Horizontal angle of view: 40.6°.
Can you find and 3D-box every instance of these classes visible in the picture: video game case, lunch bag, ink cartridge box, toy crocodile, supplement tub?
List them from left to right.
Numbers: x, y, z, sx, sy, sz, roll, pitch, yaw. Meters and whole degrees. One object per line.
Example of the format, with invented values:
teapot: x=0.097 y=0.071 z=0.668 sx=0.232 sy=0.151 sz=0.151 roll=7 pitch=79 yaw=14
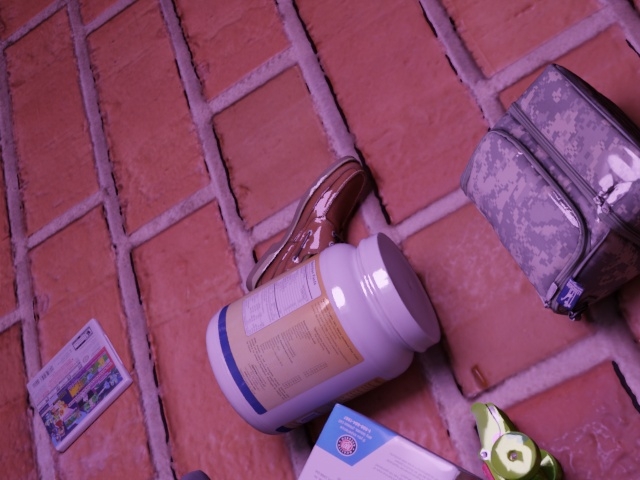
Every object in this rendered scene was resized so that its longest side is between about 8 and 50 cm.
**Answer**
video game case: x=-0.481 y=0.284 z=1.716 sx=0.201 sy=0.023 sz=0.183 roll=-45 pitch=53 yaw=4
supplement tub: x=0.006 y=0.145 z=1.363 sx=0.316 sy=0.228 sz=0.228 roll=-30 pitch=56 yaw=15
ink cartridge box: x=0.064 y=0.430 z=1.253 sx=0.223 sy=0.129 sz=0.307 roll=22 pitch=81 yaw=36
toy crocodile: x=0.294 y=0.364 z=1.157 sx=0.105 sy=0.115 sz=0.340 roll=-38 pitch=54 yaw=11
lunch bag: x=0.369 y=-0.066 z=1.273 sx=0.256 sy=0.213 sz=0.305 roll=-49 pitch=50 yaw=23

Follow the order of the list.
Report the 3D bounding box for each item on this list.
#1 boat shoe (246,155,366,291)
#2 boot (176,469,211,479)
boat shoe: x=0.000 y=0.000 z=1.522 sx=0.104 sy=0.111 sz=0.307 roll=39 pitch=100 yaw=34
boot: x=-0.167 y=0.597 z=1.159 sx=0.367 sy=0.146 sz=0.445 roll=-47 pitch=59 yaw=5
